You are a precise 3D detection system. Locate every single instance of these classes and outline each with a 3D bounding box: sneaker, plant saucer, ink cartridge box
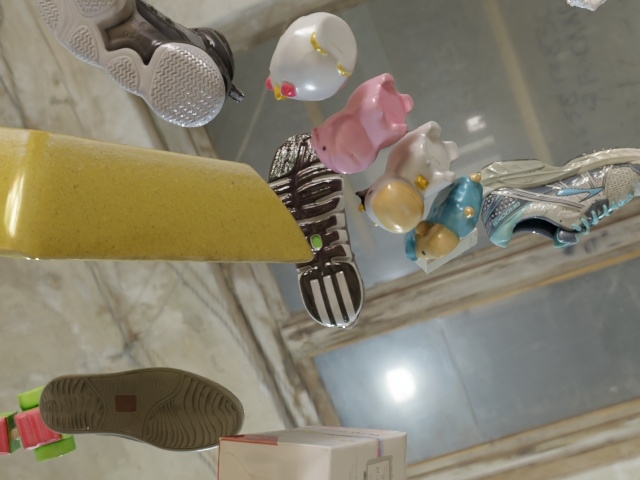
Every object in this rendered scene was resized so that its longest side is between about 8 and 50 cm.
[{"bbox_3d":[-0.172,0.171,0.969,0.118,0.222,0.083,17,-103,-74],"label":"sneaker"},{"bbox_3d":[0.360,-0.048,1.272,0.110,0.283,0.122,67,-163,-66],"label":"sneaker"},{"bbox_3d":[-0.205,-0.238,1.069,0.268,0.101,0.153,41,-160,3],"label":"sneaker"},{"bbox_3d":[-0.219,-0.045,0.739,0.332,0.332,0.081,4,-85,-58],"label":"plant saucer"},{"bbox_3d":[0.006,0.212,0.850,0.198,0.115,0.067,14,-104,-60],"label":"ink cartridge box"},{"bbox_3d":[0.000,0.000,1.286,0.162,0.106,0.281,60,-161,-70],"label":"sneaker"}]

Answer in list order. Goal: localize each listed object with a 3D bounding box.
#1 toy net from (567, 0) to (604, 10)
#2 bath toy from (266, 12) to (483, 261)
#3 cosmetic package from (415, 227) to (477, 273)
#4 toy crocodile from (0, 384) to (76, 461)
[{"bbox_3d":[0.320,-0.339,1.081,0.122,0.045,0.232,21,-124,-14],"label":"toy net"},{"bbox_3d":[0.056,-0.125,1.152,0.348,0.129,0.151,47,-135,-22],"label":"bath toy"},{"bbox_3d":[0.218,0.003,1.621,0.060,0.115,0.041,46,159,35],"label":"cosmetic package"},{"bbox_3d":[-0.495,0.302,1.426,0.105,0.340,0.115,161,97,-85],"label":"toy crocodile"}]
